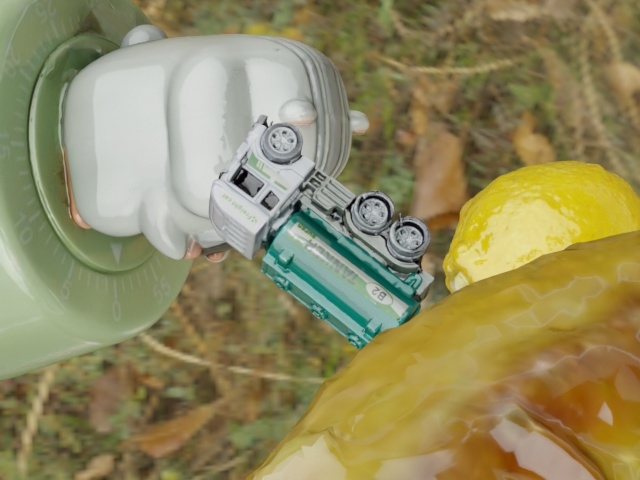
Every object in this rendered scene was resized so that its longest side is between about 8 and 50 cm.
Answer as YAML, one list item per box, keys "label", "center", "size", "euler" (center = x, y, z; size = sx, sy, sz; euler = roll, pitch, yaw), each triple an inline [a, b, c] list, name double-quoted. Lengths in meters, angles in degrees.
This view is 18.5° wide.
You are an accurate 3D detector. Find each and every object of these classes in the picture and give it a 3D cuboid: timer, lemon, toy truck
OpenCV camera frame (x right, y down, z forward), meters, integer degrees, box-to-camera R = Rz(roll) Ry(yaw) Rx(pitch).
- label: "timer"
  center: [-0.122, -0.059, 1.317]
  size: [0.315, 0.291, 0.291]
  euler: [-6, 84, 30]
- label: "lemon"
  center: [0.148, 0.006, 1.279]
  size: [0.114, 0.155, 0.114]
  euler: [32, 129, 51]
- label: "toy truck"
  center: [0.000, 0.000, 0.652]
  size: [0.083, 0.039, 0.044]
  euler: [37, 70, 9]

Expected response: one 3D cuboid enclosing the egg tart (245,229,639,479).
- label: "egg tart"
  center: [0.123, 0.153, 0.334]
  size: [0.153, 0.339, 0.351]
  euler: [115, 146, -49]
